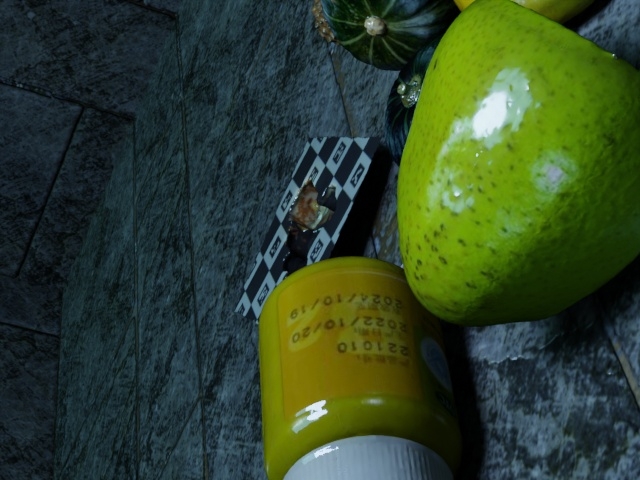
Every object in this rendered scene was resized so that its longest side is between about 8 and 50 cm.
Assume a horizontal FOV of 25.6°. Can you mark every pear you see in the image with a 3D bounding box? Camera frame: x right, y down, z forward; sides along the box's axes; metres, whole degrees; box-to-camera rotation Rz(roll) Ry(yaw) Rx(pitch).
[{"bbox_3d":[0.187,-0.065,1.408,0.318,0.238,0.342,-62,21,9],"label":"pear"}]

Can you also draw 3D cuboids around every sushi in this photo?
[{"bbox_3d":[0.000,0.000,2.145,0.320,0.068,0.339,-67,19,-4],"label":"sushi"}]

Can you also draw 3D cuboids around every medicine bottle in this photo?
[{"bbox_3d":[0.046,0.219,1.585,0.384,0.224,0.224,-95,28,-48],"label":"medicine bottle"}]

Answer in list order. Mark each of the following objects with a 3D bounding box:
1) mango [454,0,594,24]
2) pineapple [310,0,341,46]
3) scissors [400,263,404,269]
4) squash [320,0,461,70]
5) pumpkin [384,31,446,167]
[{"bbox_3d":[0.242,-0.325,1.647,0.317,0.119,0.176,30,100,61],"label":"mango"},{"bbox_3d":[0.081,-0.357,2.121,0.130,0.119,0.277,-32,15,-14],"label":"pineapple"},{"bbox_3d":[0.116,0.056,1.807,0.242,0.030,0.118,122,155,-45],"label":"scissors"},{"bbox_3d":[0.103,-0.331,1.884,0.172,0.218,0.218,-48,4,-31],"label":"squash"},{"bbox_3d":[0.155,-0.162,1.702,0.202,0.140,0.202,-53,24,36],"label":"pumpkin"}]
